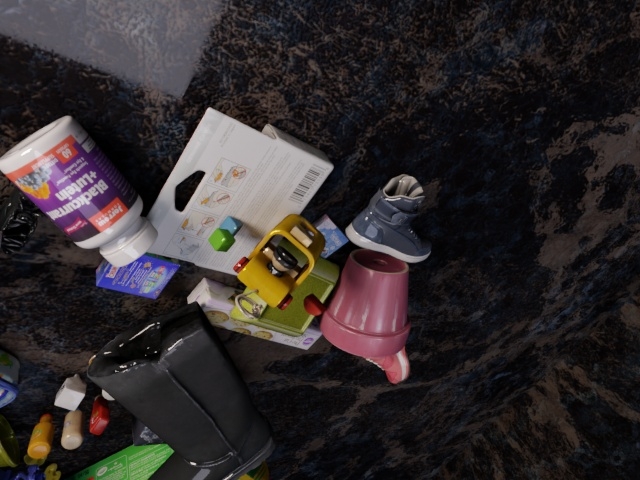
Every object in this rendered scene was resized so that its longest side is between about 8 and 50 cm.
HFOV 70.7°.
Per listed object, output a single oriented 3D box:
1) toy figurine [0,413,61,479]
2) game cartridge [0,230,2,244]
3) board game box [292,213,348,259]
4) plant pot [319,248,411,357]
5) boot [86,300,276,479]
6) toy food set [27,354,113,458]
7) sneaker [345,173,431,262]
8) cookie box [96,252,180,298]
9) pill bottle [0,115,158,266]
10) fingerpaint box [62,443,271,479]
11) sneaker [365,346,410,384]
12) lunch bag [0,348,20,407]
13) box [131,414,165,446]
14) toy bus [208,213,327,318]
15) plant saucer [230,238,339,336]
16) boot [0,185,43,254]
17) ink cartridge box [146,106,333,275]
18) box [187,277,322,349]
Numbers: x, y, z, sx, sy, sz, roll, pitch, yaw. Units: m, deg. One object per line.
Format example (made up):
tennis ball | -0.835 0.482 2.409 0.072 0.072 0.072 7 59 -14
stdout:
toy figurine | -0.703 0.530 0.915 0.217 0.191 0.363 -10 132 -14
game cartridge | -0.571 -0.006 0.490 0.355 0.068 0.230 15 165 -37
board game box | 0.000 0.000 0.922 0.090 0.020 0.090 -38 136 7
plant pot | 0.109 0.124 0.985 0.201 0.201 0.180 -2 114 -27
boot | -0.303 0.371 0.871 0.367 0.146 0.445 -36 135 -21
toy food set | -0.488 0.327 0.928 0.111 0.104 0.232 32 92 -29
sneaker | 0.184 -0.043 0.935 0.226 0.086 0.163 13 124 -35
cookie box | -0.315 0.047 0.780 0.107 0.040 0.092 23 116 -41
pill bottle | -0.313 -0.058 0.609 0.108 0.108 0.193 -31 123 1
fingerpaint box | -0.398 0.675 1.220 0.444 0.163 0.371 -26 136 -4
sneaker | 0.159 0.283 1.222 0.136 0.116 0.314 -15 128 -2
lunch bag | -0.646 0.252 0.757 0.219 0.090 0.176 -25 139 -4
box | -0.333 0.388 1.045 0.156 0.093 0.158 14 122 -37
toy bus | -0.055 0.024 0.706 0.191 0.202 0.104 22 116 -46
plant saucer | -0.057 0.112 0.911 0.188 0.045 0.188 28 98 -42
boot | -0.420 -0.019 0.621 0.045 0.099 0.121 24 115 -39
ink cartridge box | -0.148 -0.070 0.751 0.239 0.060 0.275 20 118 -38
box | -0.130 0.164 0.971 0.067 0.063 0.324 -47 134 17
